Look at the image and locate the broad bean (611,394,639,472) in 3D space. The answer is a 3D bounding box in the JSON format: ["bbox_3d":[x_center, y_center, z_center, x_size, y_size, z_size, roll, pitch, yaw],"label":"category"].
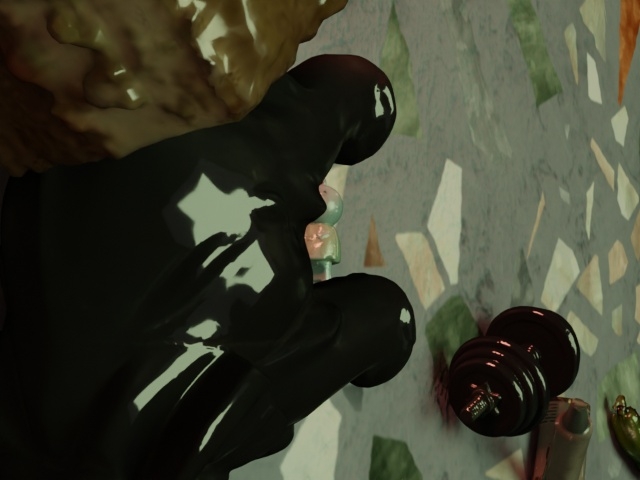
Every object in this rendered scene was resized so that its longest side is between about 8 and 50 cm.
[{"bbox_3d":[0.418,0.271,1.467,0.254,0.046,0.065,42,40,-43],"label":"broad bean"}]

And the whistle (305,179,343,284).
[{"bbox_3d":[0.000,0.000,0.915,0.035,0.035,0.100,13,76,-54],"label":"whistle"}]

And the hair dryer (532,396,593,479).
[{"bbox_3d":[0.238,0.229,1.132,0.220,0.054,0.195,81,18,-68],"label":"hair dryer"}]

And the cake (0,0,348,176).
[{"bbox_3d":[-0.137,-0.197,0.533,0.255,0.290,0.282,58,46,-31],"label":"cake"}]

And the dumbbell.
[{"bbox_3d":[0.181,0.121,1.102,0.208,0.099,0.099,-30,110,-53],"label":"dumbbell"}]

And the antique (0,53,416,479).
[{"bbox_3d":[-0.075,0.044,0.674,0.255,0.185,0.322,-10,100,-60],"label":"antique"}]
